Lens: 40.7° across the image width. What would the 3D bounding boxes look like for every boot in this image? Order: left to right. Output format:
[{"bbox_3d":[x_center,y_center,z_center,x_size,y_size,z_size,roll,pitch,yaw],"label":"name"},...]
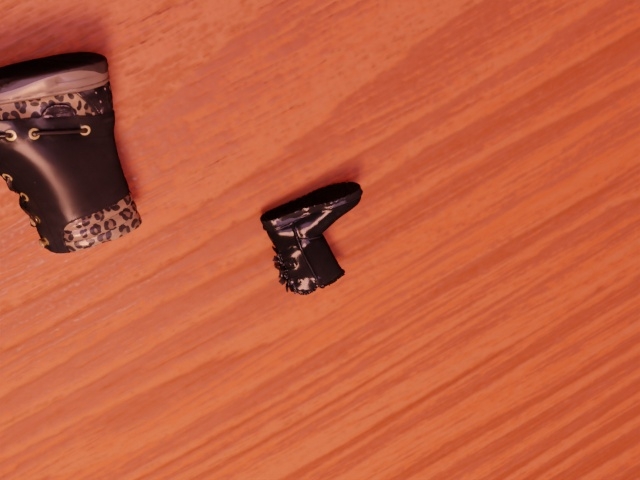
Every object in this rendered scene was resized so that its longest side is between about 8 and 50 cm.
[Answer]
[{"bbox_3d":[-0.291,-0.063,0.793,0.236,0.085,0.178,-16,118,-10],"label":"boot"},{"bbox_3d":[0.000,0.000,0.929,0.121,0.045,0.099,-21,115,1],"label":"boot"}]
